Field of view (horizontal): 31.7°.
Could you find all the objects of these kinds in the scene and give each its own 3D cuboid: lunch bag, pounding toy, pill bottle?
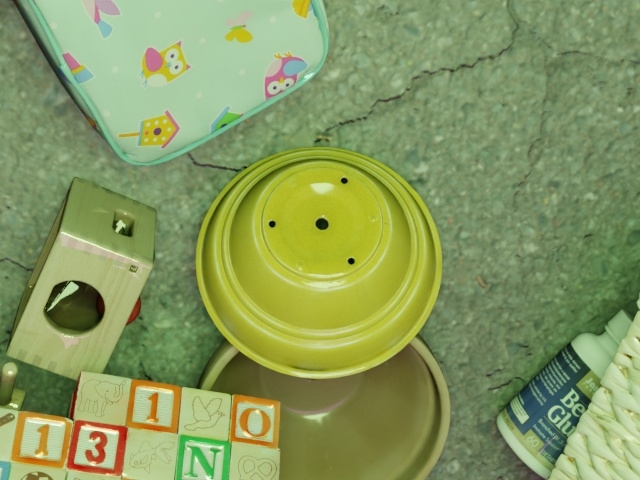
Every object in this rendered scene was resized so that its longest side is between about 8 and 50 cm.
[{"bbox_3d":[-0.118,-0.206,0.861,0.224,0.108,0.279,-33,136,-9],"label":"lunch bag"},{"bbox_3d":[-0.216,0.080,0.975,0.094,0.181,0.206,22,109,-15],"label":"pounding toy"},{"bbox_3d":[0.262,0.151,1.110,0.094,0.094,0.169,37,104,-19],"label":"pill bottle"}]

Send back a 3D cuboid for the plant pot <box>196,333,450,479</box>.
[{"bbox_3d":[-0.002,0.147,1.069,0.237,0.110,0.237,-2,114,-5],"label":"plant pot"}]

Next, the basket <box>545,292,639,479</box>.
[{"bbox_3d":[0.433,0.219,0.982,0.328,0.331,0.266,3,120,-41],"label":"basket"}]

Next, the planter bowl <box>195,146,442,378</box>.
[{"bbox_3d":[0.000,0.000,0.949,0.217,0.090,0.217,0,68,-1],"label":"planter bowl"}]

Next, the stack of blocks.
[{"bbox_3d":[-0.188,0.201,0.903,0.297,0.171,0.087,10,146,-13],"label":"stack of blocks"}]
